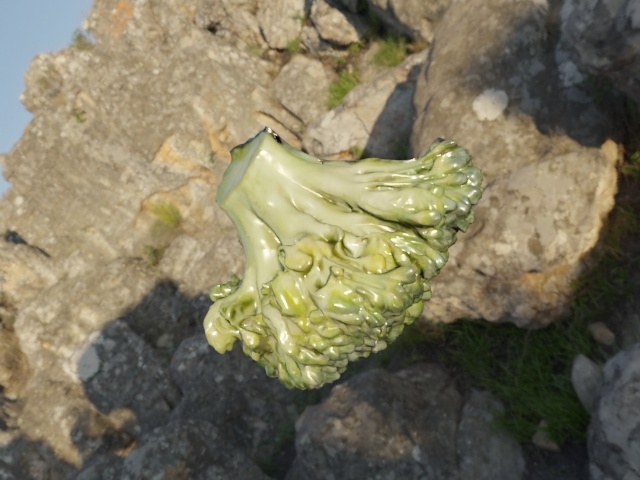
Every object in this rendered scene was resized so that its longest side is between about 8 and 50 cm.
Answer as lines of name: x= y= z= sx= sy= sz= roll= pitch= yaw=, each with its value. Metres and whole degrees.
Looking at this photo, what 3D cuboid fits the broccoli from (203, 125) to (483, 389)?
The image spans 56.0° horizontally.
broccoli: x=0.000 y=0.000 z=0.588 sx=0.288 sy=0.245 sz=0.248 roll=-54 pitch=11 yaw=-10
